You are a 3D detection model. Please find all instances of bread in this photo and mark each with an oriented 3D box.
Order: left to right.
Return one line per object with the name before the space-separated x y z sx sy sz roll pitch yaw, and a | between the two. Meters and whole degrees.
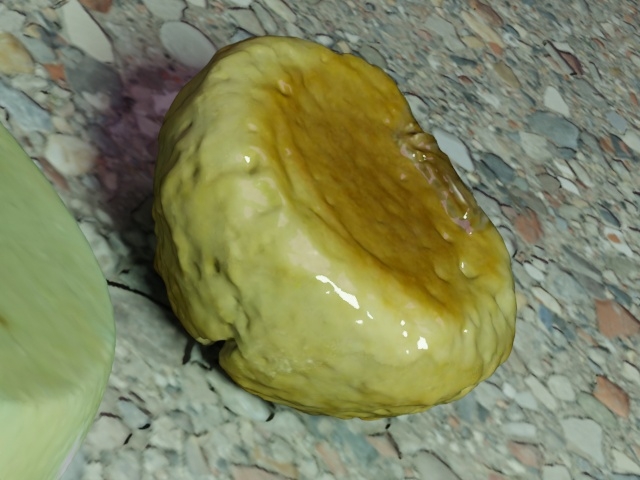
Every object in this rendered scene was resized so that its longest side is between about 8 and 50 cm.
bread | 0.000 0.000 0.899 0.244 0.134 0.244 28 35 -22

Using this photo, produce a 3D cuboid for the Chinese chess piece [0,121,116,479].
Chinese chess piece | -0.241 -0.009 0.574 0.349 0.146 0.349 42 12 -11
